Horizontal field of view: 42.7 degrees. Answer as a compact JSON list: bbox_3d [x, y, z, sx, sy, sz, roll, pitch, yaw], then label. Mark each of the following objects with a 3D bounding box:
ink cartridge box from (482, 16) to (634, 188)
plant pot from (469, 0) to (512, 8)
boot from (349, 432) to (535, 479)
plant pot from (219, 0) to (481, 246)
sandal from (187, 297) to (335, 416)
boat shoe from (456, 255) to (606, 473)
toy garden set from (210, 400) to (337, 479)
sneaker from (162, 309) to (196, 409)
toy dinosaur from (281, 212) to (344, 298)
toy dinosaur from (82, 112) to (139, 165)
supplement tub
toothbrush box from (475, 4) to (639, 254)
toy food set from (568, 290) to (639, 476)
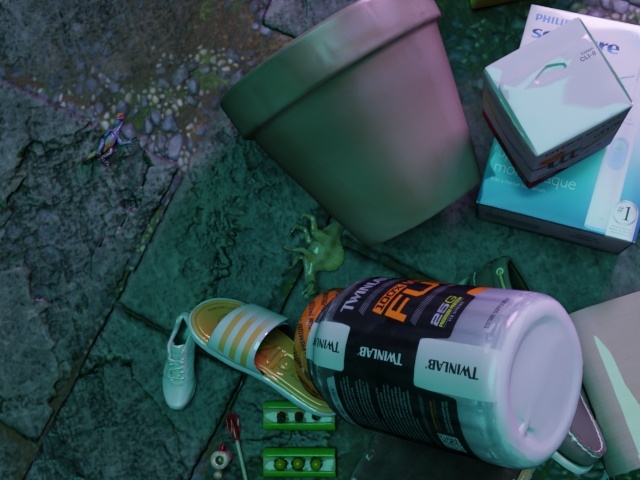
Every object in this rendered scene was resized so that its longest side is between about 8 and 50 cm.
[{"bbox_3d":[0.285,-0.163,1.011,0.128,0.176,0.127,-29,77,6],"label":"ink cartridge box"},{"bbox_3d":[0.322,-0.475,1.171,0.187,0.212,0.212,-3,81,-3],"label":"plant pot"},{"bbox_3d":[0.175,0.308,1.137,0.207,0.090,0.248,32,84,16],"label":"boot"},{"bbox_3d":[0.069,-0.155,1.131,0.323,0.323,0.280,-31,94,4],"label":"plant pot"},{"bbox_3d":[-0.067,0.153,1.189,0.265,0.076,0.102,31,54,8],"label":"sandal"},{"bbox_3d":[0.295,0.163,1.107,0.091,0.109,0.305,-42,67,32],"label":"boat shoe"},{"bbox_3d":[-0.079,0.358,1.191,0.204,0.049,0.244,-2,82,9],"label":"toy garden set"},{"bbox_3d":[-0.214,0.179,1.233,0.054,0.061,0.152,6,85,8],"label":"sneaker"},{"bbox_3d":[0.000,0.000,1.237,0.093,0.053,0.183,32,76,-5],"label":"toy dinosaur"},{"bbox_3d":[-0.342,-0.166,1.314,0.090,0.047,0.082,1,64,20],"label":"toy dinosaur"},{"bbox_3d":[0.137,0.154,1.044,0.338,0.207,0.207,3,81,45],"label":"supplement tub"},{"bbox_3d":[0.360,-0.153,1.152,0.216,0.126,0.295,16,84,12],"label":"toothbrush box"},{"bbox_3d":[0.499,0.171,1.113,0.306,0.092,0.219,-18,68,5],"label":"toy food set"}]
